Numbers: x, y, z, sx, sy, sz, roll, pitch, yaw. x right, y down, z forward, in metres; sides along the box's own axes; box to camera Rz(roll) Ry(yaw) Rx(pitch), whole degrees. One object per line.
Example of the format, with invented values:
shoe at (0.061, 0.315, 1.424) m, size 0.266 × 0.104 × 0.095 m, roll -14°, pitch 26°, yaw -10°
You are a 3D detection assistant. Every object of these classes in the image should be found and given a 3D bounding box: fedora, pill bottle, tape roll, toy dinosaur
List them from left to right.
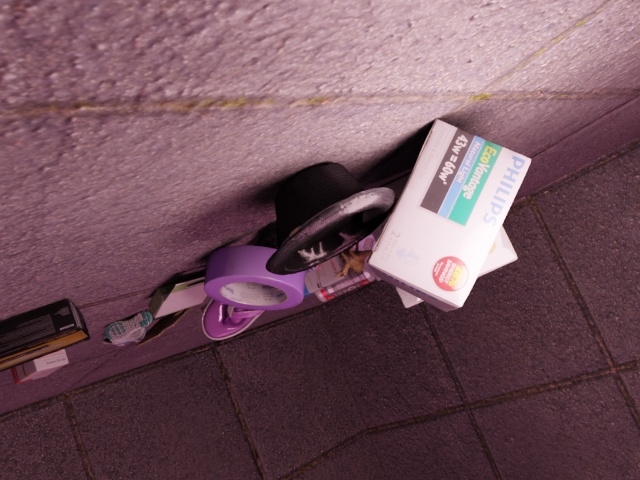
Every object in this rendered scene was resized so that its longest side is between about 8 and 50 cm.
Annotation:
tape roll at (-0.180, 0.109, 1.694) m, size 0.274 × 0.090 × 0.275 m, roll 4°, pitch 155°, yaw 2°
fedora at (-0.003, -0.061, 1.339) m, size 0.333 × 0.153 × 0.334 m, roll -26°, pitch 165°, yaw -7°
pill bottle at (0.115, 0.106, 2.429) m, size 0.318 × 0.176 × 0.176 m, roll -24°, pitch 170°, yaw 10°
toy dinosaur at (0.102, 0.041, 1.724) m, size 0.053 × 0.093 × 0.183 m, roll -13°, pitch 163°, yaw -45°

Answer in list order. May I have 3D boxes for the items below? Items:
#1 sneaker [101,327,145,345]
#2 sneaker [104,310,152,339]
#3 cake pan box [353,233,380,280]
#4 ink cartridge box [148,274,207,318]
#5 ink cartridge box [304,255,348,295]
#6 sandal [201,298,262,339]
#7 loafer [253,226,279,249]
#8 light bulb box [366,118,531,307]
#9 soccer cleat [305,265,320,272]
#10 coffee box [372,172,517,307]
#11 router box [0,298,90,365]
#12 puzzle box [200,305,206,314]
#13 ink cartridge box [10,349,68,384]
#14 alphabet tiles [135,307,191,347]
sneaker at (-0.691, 0.331, 2.141) m, size 0.190 × 0.072 × 0.083 m, roll -27°, pitch 163°, yaw 29°
sneaker at (-0.642, 0.291, 2.064) m, size 0.166 × 0.065 × 0.076 m, roll -20°, pitch 175°, yaw -7°
cake pan box at (0.257, 0.019, 2.213) m, size 0.245 × 0.070 × 0.267 m, roll -26°, pitch 133°, yaw 20°
ink cartridge box at (-0.403, 0.145, 1.839) m, size 0.171 × 0.056 × 0.235 m, roll -16°, pitch 157°, yaw -38°
ink cartridge box at (-0.011, 0.111, 2.281) m, size 0.190 × 0.140 × 0.082 m, roll -25°, pitch 169°, yaw 13°
sandal at (-0.248, 0.199, 2.183) m, size 0.416 × 0.169 × 0.102 m, roll -34°, pitch 175°, yaw -10°
loafer at (-0.133, 0.004, 1.676) m, size 0.223 × 0.076 × 0.078 m, roll -38°, pitch -163°, yaw 55°
light bulb box at (0.289, -0.038, 1.443) m, size 0.358 × 0.225 × 0.361 m, roll -64°, pitch 170°, yaw -4°
soccer cleat at (-0.026, 0.049, 2.138) m, size 0.095 × 0.083 × 0.248 m, roll 2°, pitch 159°, yaw -26°
coffee box at (0.341, -0.017, 1.815) m, size 0.334 × 0.338 × 0.338 m, roll -24°, pitch 170°, yaw 7°
router box at (-0.761, 0.256, 1.548) m, size 0.308 × 0.081 × 0.243 m, roll -20°, pitch 170°, yaw -17°
puzzle box at (-0.255, 0.222, 2.507) m, size 0.408 × 0.052 × 0.272 m, roll -24°, pitch 171°, yaw 29°
ink cartridge box at (-0.919, 0.405, 2.021) m, size 0.198 × 0.067 × 0.115 m, roll -30°, pitch 167°, yaw 35°
alphabet tiles at (-0.562, 0.303, 2.196) m, size 0.198 × 0.009 × 0.237 m, roll -27°, pitch -169°, yaw 24°
